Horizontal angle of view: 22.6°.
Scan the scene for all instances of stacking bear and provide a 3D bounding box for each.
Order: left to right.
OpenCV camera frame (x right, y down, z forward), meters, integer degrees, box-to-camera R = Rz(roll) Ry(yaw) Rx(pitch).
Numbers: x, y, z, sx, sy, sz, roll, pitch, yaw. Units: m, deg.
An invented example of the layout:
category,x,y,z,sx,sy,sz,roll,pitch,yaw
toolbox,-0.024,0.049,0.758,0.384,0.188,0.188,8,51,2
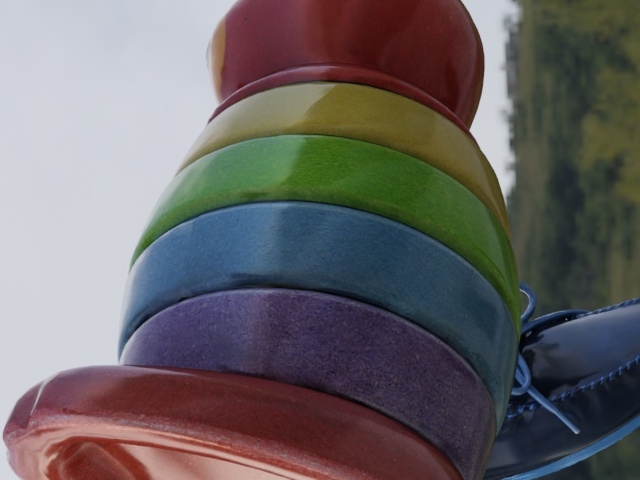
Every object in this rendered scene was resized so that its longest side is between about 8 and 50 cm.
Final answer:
category,x,y,z,sx,sy,sz,roll,pitch,yaw
stacking bear,0.000,0.000,0.638,0.175,0.164,0.289,88,-170,-52

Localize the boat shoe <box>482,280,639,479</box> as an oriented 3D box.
category,x,y,z,sx,sy,sz,roll,pitch,yaw
boat shoe,0.092,0.092,0.931,0.089,0.258,0.109,58,-168,-21
